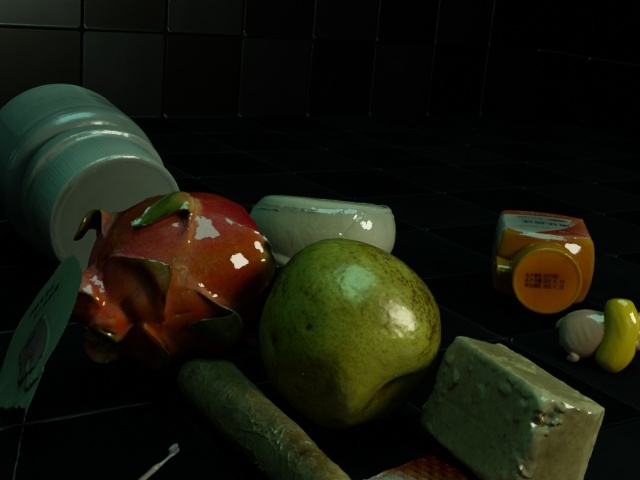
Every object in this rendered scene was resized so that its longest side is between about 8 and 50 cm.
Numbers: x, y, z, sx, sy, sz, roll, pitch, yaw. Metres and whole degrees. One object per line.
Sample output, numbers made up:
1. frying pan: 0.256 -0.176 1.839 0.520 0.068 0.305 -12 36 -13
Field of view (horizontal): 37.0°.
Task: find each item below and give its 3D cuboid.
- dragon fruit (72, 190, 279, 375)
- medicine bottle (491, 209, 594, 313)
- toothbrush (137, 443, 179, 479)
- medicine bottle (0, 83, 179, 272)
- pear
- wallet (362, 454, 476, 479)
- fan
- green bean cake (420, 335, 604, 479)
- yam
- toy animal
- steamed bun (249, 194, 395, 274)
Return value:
1. dragon fruit: -0.164 0.051 1.082 0.227 0.224 0.224 -19 20 -7
2. medicine bottle: 0.347 0.032 1.499 0.149 0.112 0.222 7 16 7
3. toothbrush: -0.156 0.213 0.892 0.006 0.008 0.097 -4 13 21
4. medicine bottle: -0.362 -0.088 1.457 0.245 0.245 0.306 -5 26 -33
5. pear: 0.025 0.094 1.014 0.197 0.197 0.197 5 16 -1
6. wallet: 0.135 0.246 0.846 0.103 0.020 0.196 -5 17 -42
7. fan: -0.286 0.135 0.935 0.010 0.182 0.310 29 26 -26
8. green bean cake: 0.181 0.172 0.929 0.085 0.109 0.179 17 8 -26
9. yam: -0.056 0.187 0.917 0.066 0.066 0.300 -4 18 -29
10. toy animal: 0.375 0.130 1.256 0.114 0.091 0.082 -20 -16 28
11. steamed bun: 0.000 0.000 1.469 0.228 0.130 0.177 4 6 2
